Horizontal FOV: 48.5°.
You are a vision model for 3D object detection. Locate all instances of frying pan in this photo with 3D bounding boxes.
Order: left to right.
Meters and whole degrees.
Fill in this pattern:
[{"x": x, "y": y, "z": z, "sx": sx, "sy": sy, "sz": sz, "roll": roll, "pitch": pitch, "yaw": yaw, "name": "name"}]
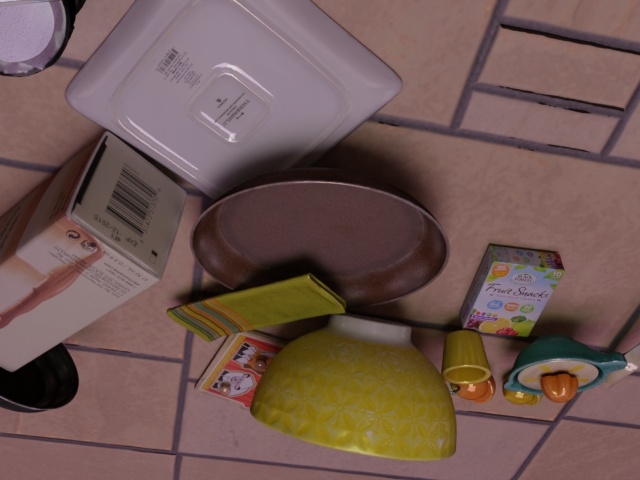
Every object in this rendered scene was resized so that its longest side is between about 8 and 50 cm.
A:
[{"x": -0.425, "y": 0.163, "z": 0.887, "sx": 0.197, "sy": 0.326, "sz": 0.053, "roll": 44, "pitch": 101, "yaw": 3, "name": "frying pan"}]

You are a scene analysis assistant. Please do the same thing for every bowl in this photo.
[{"x": 0.055, "y": 0.184, "z": 0.982, "sx": 0.289, "sy": 0.289, "sz": 0.156, "roll": 10, "pitch": 87, "yaw": -9, "name": "bowl"}]

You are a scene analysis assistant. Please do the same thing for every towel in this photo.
[{"x": -0.090, "y": 0.095, "z": 0.970, "sx": 0.237, "sy": 0.021, "sz": 0.102, "roll": -15, "pitch": 146, "yaw": 27, "name": "towel"}]

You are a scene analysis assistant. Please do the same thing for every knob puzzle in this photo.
[{"x": -0.080, "y": 0.222, "z": 1.121, "sx": 0.213, "sy": 0.030, "sz": 0.213, "roll": 0, "pitch": 131, "yaw": -1, "name": "knob puzzle"}]

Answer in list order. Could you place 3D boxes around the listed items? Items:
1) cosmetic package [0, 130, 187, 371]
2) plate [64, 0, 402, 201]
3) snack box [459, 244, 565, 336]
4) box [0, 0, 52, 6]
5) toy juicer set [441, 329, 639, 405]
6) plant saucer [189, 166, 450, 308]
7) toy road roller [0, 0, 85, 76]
[{"x": -0.314, "y": 0.021, "z": 0.844, "sx": 0.296, "sy": 0.153, "sz": 0.129, "roll": -31, "pitch": 125, "yaw": 29, "name": "cosmetic package"}, {"x": -0.098, "y": -0.154, "z": 0.777, "sx": 0.278, "sy": 0.045, "sz": 0.277, "roll": 35, "pitch": 123, "yaw": -27, "name": "plate"}, {"x": 0.261, "y": 0.073, "z": 0.984, "sx": 0.100, "sy": 0.037, "sz": 0.141, "roll": 6, "pitch": 133, "yaw": -7, "name": "snack box"}, {"x": -0.245, "y": -0.259, "z": 0.461, "sx": 0.114, "sy": 0.036, "sz": 0.207, "roll": -10, "pitch": 114, "yaw": -12, "name": "box"}, {"x": 0.343, "y": 0.207, "z": 1.041, "sx": 0.329, "sy": 0.089, "sz": 0.209, "roll": -4, "pitch": 146, "yaw": 8, "name": "toy juicer set"}, {"x": 0.000, "y": 0.000, "z": 0.864, "sx": 0.310, "sy": 0.050, "sz": 0.310, "roll": 3, "pitch": 149, "yaw": 2, "name": "plant saucer"}, {"x": -0.311, "y": -0.299, "z": 0.552, "sx": 0.329, "sy": 0.202, "sz": 0.241, "roll": 13, "pitch": 118, "yaw": -18, "name": "toy road roller"}]
